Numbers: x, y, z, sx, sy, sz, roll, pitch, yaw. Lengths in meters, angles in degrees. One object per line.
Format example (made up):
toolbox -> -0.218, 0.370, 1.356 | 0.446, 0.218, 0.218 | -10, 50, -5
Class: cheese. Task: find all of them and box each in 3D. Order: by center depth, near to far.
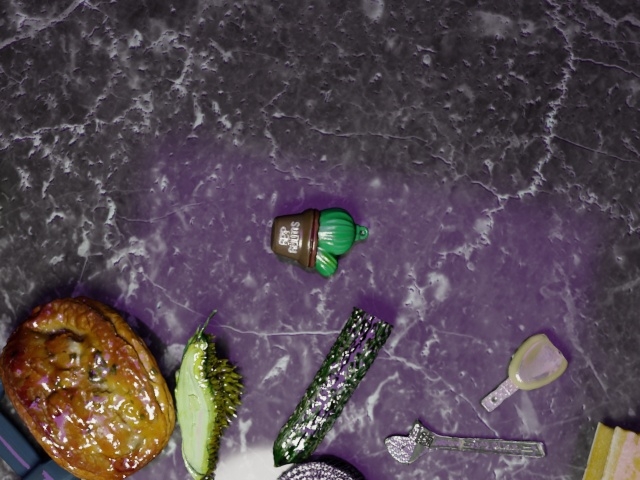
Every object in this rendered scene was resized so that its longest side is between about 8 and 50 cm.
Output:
cheese -> 0.404, 0.276, 1.826 | 0.192, 0.037, 0.097 | -40, 80, -4

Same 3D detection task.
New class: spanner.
spanner -> 0.289, 0.412, 1.814 | 0.325, 0.026, 0.093 | 4, 82, 1

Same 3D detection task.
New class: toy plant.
toy plant -> 0.000, 0.000, 1.853 | 0.200, 0.105, 0.143 | 5, 89, -9

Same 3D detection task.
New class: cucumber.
cucumber -> 0.018, 0.303, 1.802 | 0.096, 0.096, 0.359 | 30, 83, 6

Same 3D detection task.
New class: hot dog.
hot dog -> -0.455, 0.280, 1.770 | 0.267, 0.174, 0.387 | -36, 77, -15

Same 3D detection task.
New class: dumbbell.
dumbbell -> -0.617, 0.395, 1.784 | 0.156, 0.143, 0.316 | -44, 83, -6

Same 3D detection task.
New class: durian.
durian -> -0.226, 0.305, 1.795 | 0.132, 0.106, 0.375 | 4, 104, 12

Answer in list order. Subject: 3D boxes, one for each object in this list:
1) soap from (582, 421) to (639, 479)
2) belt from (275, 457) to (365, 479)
soap -> 0.640, 0.539, 1.721 | 0.293, 0.156, 0.335 | 20, 83, 0
belt -> -0.005, 0.584, 1.737 | 0.260, 0.122, 0.325 | 4, 82, 14
